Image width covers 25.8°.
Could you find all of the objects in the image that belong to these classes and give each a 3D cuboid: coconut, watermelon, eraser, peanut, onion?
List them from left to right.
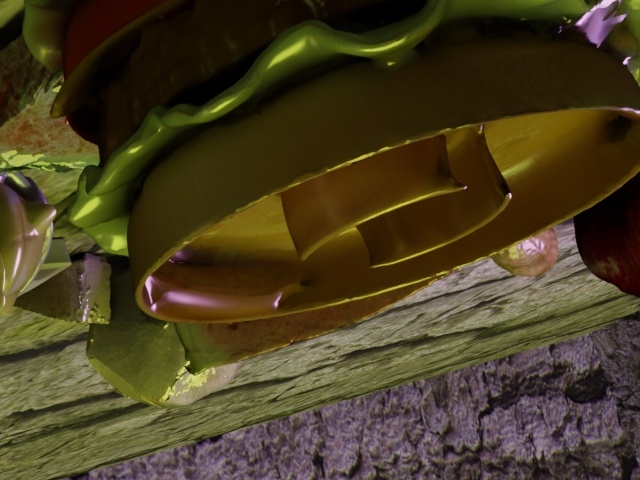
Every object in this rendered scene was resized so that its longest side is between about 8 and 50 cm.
[{"bbox_3d":[-0.274,0.030,1.233,0.105,0.026,0.065,-27,168,34],"label":"eraser"},{"bbox_3d":[-0.120,-0.100,0.806,0.187,0.071,0.139,-7,159,-13],"label":"watermelon"},{"bbox_3d":[-0.150,0.088,1.374,0.161,0.161,0.162,-19,168,2],"label":"coconut"},{"bbox_3d":[-0.014,-0.021,1.187,0.303,0.159,0.128,-23,138,20],"label":"watermelon"},{"bbox_3d":[0.254,0.001,1.797,0.089,0.089,0.193,-22,164,13],"label":"peanut"},{"bbox_3d":[0.351,-0.081,1.409,0.272,0.195,0.272,-40,-164,13],"label":"onion"}]

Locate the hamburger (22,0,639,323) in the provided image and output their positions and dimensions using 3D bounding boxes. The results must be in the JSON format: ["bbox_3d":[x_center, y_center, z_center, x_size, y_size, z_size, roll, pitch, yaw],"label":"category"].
[{"bbox_3d":[0.006,-0.100,0.624,0.274,0.212,0.274,-17,165,-4],"label":"hamburger"}]

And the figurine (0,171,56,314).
[{"bbox_3d":[-0.238,0.005,0.838,0.183,0.208,0.128,12,113,-39],"label":"figurine"}]

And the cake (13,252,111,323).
[{"bbox_3d":[-0.257,0.059,1.326,0.121,0.065,0.052,-18,168,29],"label":"cake"}]
